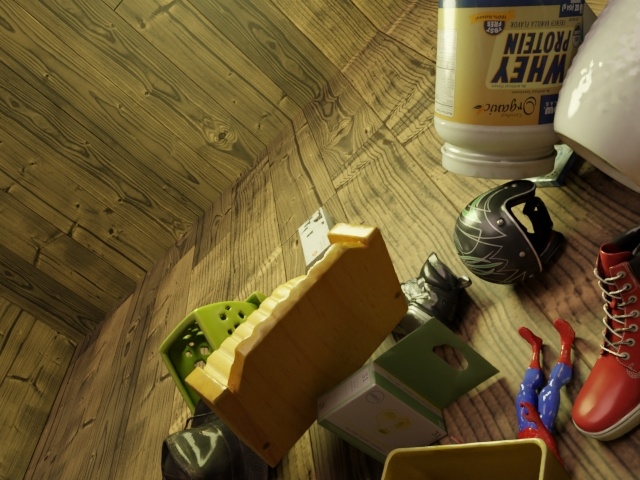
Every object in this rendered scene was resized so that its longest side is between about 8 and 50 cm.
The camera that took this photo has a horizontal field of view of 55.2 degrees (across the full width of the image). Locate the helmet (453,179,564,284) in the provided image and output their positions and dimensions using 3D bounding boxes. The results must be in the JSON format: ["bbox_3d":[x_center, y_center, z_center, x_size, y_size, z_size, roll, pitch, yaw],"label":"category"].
[{"bbox_3d":[0.302,-0.006,1.010,0.161,0.169,0.169,-42,18,-25],"label":"helmet"}]

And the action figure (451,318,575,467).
[{"bbox_3d":[0.257,0.213,0.789,0.091,0.139,0.280,-27,34,45],"label":"action figure"}]

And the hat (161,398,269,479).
[{"bbox_3d":[-0.228,0.430,1.161,0.331,0.134,0.331,-12,75,51],"label":"hat"}]

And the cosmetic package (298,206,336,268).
[{"bbox_3d":[0.000,0.000,1.688,0.099,0.060,0.239,-45,23,13],"label":"cosmetic package"}]

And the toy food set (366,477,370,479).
[{"bbox_3d":[0.074,0.419,0.943,0.078,0.019,0.122,-50,22,-1],"label":"toy food set"}]

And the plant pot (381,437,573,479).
[{"bbox_3d":[0.181,0.352,0.633,0.212,0.187,0.212,-25,34,45],"label":"plant pot"}]

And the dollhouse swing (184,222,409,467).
[{"bbox_3d":[-0.085,0.129,1.035,0.305,0.315,0.347,28,65,39],"label":"dollhouse swing"}]

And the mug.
[{"bbox_3d":[0.498,-0.229,0.812,0.328,0.276,0.374,-54,4,15],"label":"mug"}]

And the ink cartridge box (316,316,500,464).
[{"bbox_3d":[0.134,0.236,0.923,0.235,0.171,0.056,-39,28,24],"label":"ink cartridge box"}]

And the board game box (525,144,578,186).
[{"bbox_3d":[0.435,-0.141,1.156,0.090,0.020,0.090,-55,24,-12],"label":"board game box"}]

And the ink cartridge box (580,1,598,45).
[{"bbox_3d":[0.450,-0.314,1.206,0.233,0.168,0.171,-28,31,43],"label":"ink cartridge box"}]

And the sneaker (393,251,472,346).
[{"bbox_3d":[0.175,0.098,1.166,0.153,0.101,0.269,-54,29,-12],"label":"sneaker"}]

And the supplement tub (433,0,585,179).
[{"bbox_3d":[0.309,-0.278,1.030,0.228,0.316,0.228,-2,21,1],"label":"supplement tub"}]

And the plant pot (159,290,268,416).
[{"bbox_3d":[-0.189,0.256,1.357,0.207,0.228,0.227,-23,-15,-43],"label":"plant pot"}]

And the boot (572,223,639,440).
[{"bbox_3d":[0.350,0.104,0.728,0.244,0.176,0.088,-53,24,-5],"label":"boot"}]
